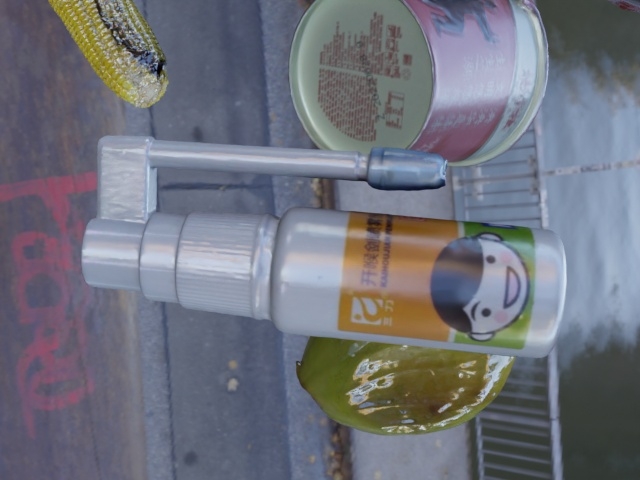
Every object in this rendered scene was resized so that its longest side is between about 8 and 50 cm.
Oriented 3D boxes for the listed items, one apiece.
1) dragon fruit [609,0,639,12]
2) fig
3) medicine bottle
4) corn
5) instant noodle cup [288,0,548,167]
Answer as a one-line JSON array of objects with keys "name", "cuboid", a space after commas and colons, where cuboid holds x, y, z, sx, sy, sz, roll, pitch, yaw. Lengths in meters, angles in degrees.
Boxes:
[{"name": "dragon fruit", "cuboid": [0.314, -0.168, 0.467, 0.240, 0.302, 0.330, 44, 15, -34]}, {"name": "fig", "cuboid": [0.064, 0.072, 0.600, 0.165, 0.154, 0.144, -39, 129, -11]}, {"name": "medicine bottle", "cuboid": [0.000, 0.000, 0.383, 0.061, 0.220, 0.092, -63, 157, -78]}, {"name": "corn", "cuboid": [-0.212, -0.217, 0.780, 0.072, 0.072, 0.203, -22, 72, -44]}, {"name": "instant noodle cup", "cuboid": [0.089, -0.177, 0.843, 0.178, 0.234, 0.235, -19, 102, -46]}]
